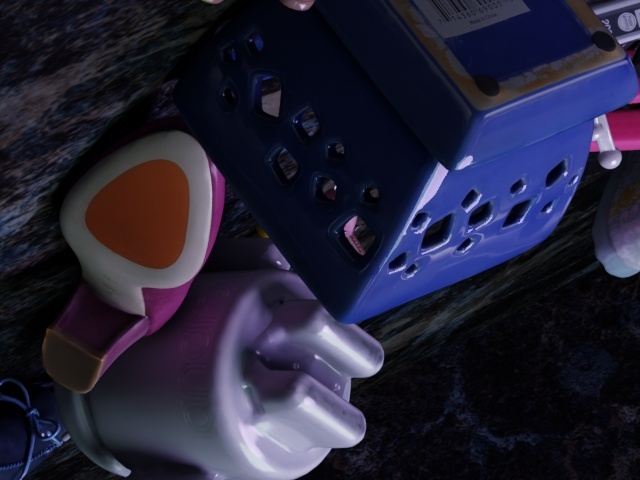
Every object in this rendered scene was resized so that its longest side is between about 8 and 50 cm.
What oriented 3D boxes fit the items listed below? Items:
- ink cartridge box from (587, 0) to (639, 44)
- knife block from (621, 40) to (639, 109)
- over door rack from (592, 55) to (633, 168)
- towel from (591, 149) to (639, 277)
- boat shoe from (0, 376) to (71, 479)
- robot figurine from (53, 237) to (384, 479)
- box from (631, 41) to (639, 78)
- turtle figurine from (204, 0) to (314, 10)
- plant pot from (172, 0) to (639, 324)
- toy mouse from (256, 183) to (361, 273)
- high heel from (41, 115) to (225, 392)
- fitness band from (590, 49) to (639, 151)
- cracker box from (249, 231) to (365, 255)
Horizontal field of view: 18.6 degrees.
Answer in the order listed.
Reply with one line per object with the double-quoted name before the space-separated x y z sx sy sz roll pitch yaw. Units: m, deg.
"ink cartridge box" 0.249 -0.192 1.729 0.208 0.045 0.206 -18 -175 -5
"knife block" 0.437 -0.240 2.163 0.276 0.088 0.242 -35 169 16
"over door rack" 0.261 -0.125 1.813 0.240 0.108 0.324 -13 -173 13
"towel" 0.479 -0.147 2.278 0.320 0.090 0.374 -37 -161 41
"boat shoe" -0.311 0.183 2.059 0.089 0.109 0.258 -44 -179 22
"robot figurine" -0.113 0.129 1.868 0.353 0.300 0.200 -5 146 38
"box" 0.357 -0.241 1.444 0.216 0.060 0.270 -26 -148 58
"turtle figurine" 0.024 -0.220 1.161 0.269 0.087 0.217 -20 164 -45
"plant pot" 0.072 -0.111 1.420 0.236 0.236 0.212 -22 159 -38
"toy mouse" 0.000 0.000 2.001 0.161 0.031 0.143 -46 131 -3
"high heel" -0.137 -0.026 1.638 0.181 0.127 0.377 -56 -177 -38
"fitness band" 0.338 -0.143 2.067 0.291 0.054 0.209 -2 165 8
"cracker box" -0.051 0.044 2.163 0.156 0.067 0.232 -35 169 16
